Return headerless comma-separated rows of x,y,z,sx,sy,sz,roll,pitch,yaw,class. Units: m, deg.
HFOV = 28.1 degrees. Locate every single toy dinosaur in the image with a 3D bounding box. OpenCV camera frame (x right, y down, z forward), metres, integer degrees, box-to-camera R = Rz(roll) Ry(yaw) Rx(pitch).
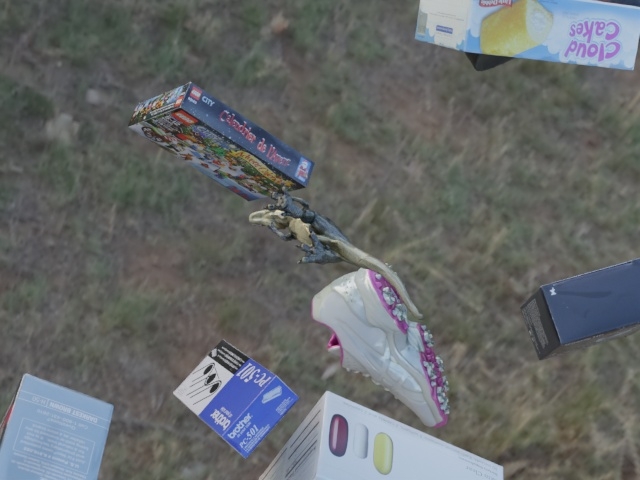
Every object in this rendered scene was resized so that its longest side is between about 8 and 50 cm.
0.000,0.000,1.428,0.268,0.064,0.118,34,2,39,toy dinosaur

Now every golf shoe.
0.094,0.166,1.913,0.306,0.140,0.115,61,19,-26,golf shoe

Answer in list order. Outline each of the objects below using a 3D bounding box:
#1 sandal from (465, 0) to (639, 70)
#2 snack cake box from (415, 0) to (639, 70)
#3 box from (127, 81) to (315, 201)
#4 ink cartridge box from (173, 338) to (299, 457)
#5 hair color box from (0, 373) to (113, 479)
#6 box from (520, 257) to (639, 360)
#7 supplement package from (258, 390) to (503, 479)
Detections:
0.450,-0.376,2.154,0.446,0.167,0.107,-27,72,-15,sandal
0.280,-0.293,1.728,0.264,0.089,0.152,2,13,-22,snack cake box
-0.145,-0.140,1.874,0.233,0.159,0.044,31,67,-28,box
-0.108,0.191,1.576,0.097,0.207,0.046,-48,112,-10,ink cartridge box
-0.324,0.339,1.310,0.114,0.185,0.374,22,35,-14,hair color box
0.391,0.102,1.860,0.156,0.158,0.093,-15,77,-6,box
0.071,0.348,1.620,0.262,0.204,0.145,24,37,-13,supplement package
